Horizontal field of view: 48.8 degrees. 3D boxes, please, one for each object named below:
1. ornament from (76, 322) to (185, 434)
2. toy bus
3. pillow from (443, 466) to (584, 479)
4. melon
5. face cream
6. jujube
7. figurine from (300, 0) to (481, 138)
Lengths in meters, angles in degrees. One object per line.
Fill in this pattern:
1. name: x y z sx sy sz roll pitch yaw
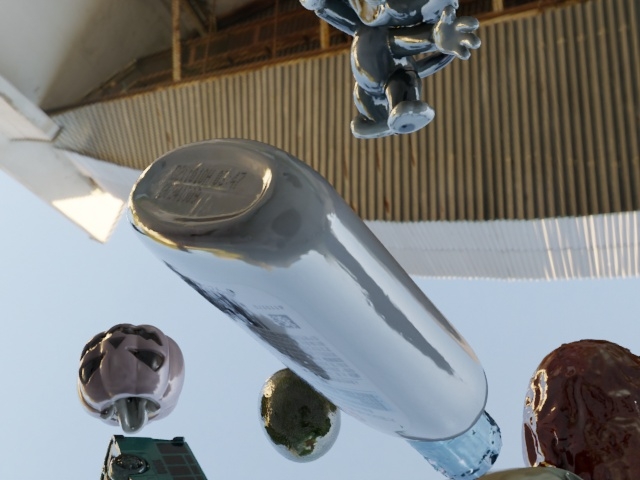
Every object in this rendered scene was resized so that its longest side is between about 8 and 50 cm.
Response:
1. ornament: -0.310 0.228 1.154 0.178 0.177 0.177 -13 -126 18
2. toy bus: -0.212 0.374 0.949 0.256 0.147 0.128 33 -70 58
3. pillow: 0.142 0.293 0.727 0.144 0.254 0.078 -20 -104 -35
4. melon: -0.029 0.244 0.991 0.114 0.114 0.167 -36 -155 -1
5. face cream: 0.027 0.068 0.466 0.163 0.336 0.080 12 -117 48
6. jujube: 0.356 0.269 0.877 0.197 0.197 0.290 -11 -114 19
7. figurine: 0.085 -0.203 0.637 0.140 0.265 0.193 -38 -129 -23
